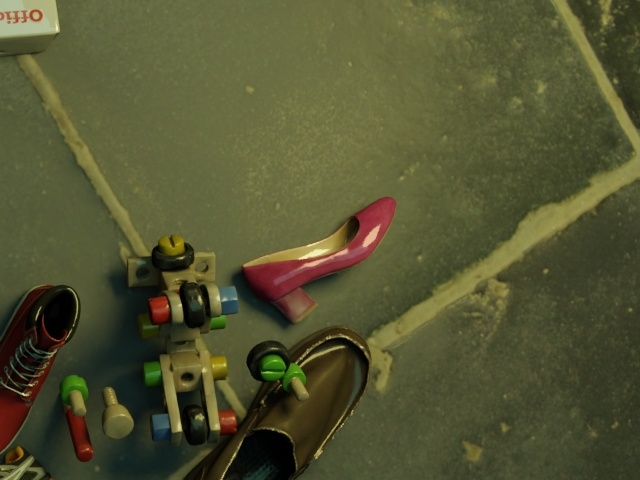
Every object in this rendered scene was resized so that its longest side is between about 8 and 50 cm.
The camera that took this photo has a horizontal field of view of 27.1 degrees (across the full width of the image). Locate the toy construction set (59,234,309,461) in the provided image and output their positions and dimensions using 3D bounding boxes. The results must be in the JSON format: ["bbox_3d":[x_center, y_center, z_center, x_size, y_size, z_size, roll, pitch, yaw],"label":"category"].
[{"bbox_3d":[-0.222,0.139,1.801,0.309,0.237,0.257,-29,127,-3],"label":"toy construction set"}]

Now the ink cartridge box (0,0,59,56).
[{"bbox_3d":[-0.468,-0.385,1.761,0.197,0.114,0.273,-8,90,-21],"label":"ink cartridge box"}]

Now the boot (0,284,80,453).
[{"bbox_3d":[-0.388,0.170,1.718,0.088,0.176,0.244,26,79,-18],"label":"boot"}]

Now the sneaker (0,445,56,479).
[{"bbox_3d":[-0.432,0.335,1.709,0.083,0.084,0.215,56,27,5],"label":"sneaker"}]

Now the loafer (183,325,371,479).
[{"bbox_3d":[-0.043,0.275,1.860,0.134,0.130,0.366,43,74,-12],"label":"loafer"}]

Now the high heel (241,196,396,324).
[{"bbox_3d":[0.000,0.000,1.924,0.244,0.082,0.117,-44,111,-4],"label":"high heel"}]
